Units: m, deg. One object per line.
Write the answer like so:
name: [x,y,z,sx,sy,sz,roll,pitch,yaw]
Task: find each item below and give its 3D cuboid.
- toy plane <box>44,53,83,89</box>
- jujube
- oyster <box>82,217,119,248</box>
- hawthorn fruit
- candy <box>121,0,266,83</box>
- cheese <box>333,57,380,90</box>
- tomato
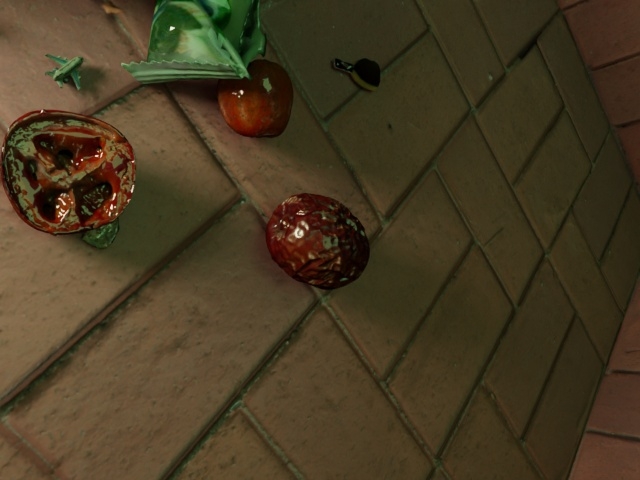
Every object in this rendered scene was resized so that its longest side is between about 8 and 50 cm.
toy plane: [-0.481,-0.324,0.991,0.080,0.033,0.083,48,50,-23]
jujube: [0.000,0.000,1.226,0.232,0.213,0.212,32,65,-37]
oyster: [-0.418,-0.022,1.007,0.054,0.019,0.083,40,63,-26]
hawthorn fruit: [-0.143,-0.318,1.181,0.189,0.189,0.189,7,79,-38]
candy: [-0.239,-0.500,1.081,0.172,0.263,0.397,39,56,-69]
cheese: [0.103,-0.484,1.488,0.163,0.036,0.086,5,83,-38]
tomato: [-0.458,-0.121,0.940,0.228,0.101,0.227,-1,91,-34]
